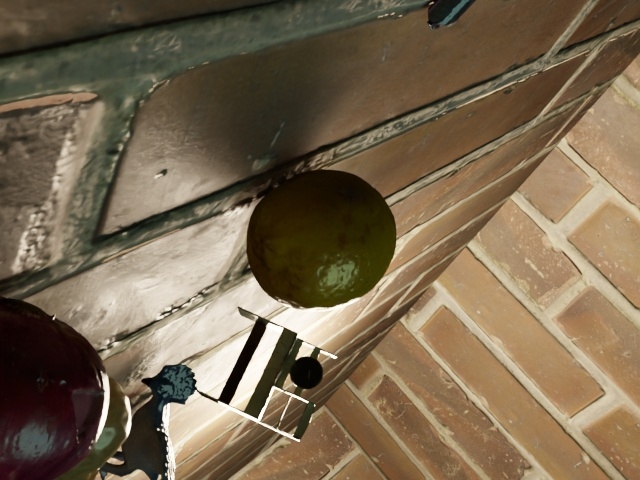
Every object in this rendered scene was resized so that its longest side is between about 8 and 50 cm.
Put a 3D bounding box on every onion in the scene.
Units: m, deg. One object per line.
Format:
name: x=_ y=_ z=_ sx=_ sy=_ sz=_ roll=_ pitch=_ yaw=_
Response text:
onion: x=-0.246 y=0.112 z=0.558 sx=0.177 sy=0.177 sz=0.153 roll=111 pitch=4 yaw=-60

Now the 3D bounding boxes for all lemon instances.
lemon: x=0.000 y=0.000 z=0.905 sx=0.207 sy=0.170 sz=0.170 roll=-23 pitch=156 yaw=-48

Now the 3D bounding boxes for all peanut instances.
peanut: x=-0.318 y=0.259 z=0.920 sx=0.125 sy=0.111 sz=0.274 roll=-20 pitch=153 yaw=-47

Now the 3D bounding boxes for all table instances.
table: x=-0.079 y=0.208 z=1.178 sx=0.062 sy=0.175 sz=0.146 roll=100 pitch=14 yaw=-72

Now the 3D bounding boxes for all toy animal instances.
toy animal: x=-0.257 y=0.314 z=1.160 sx=0.176 sy=0.239 sz=0.255 roll=-13 pitch=116 yaw=-7

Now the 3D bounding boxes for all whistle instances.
whistle: x=0.177 y=-0.289 z=0.794 sx=0.176 sy=0.033 sz=0.033 roll=-46 pitch=165 yaw=11
